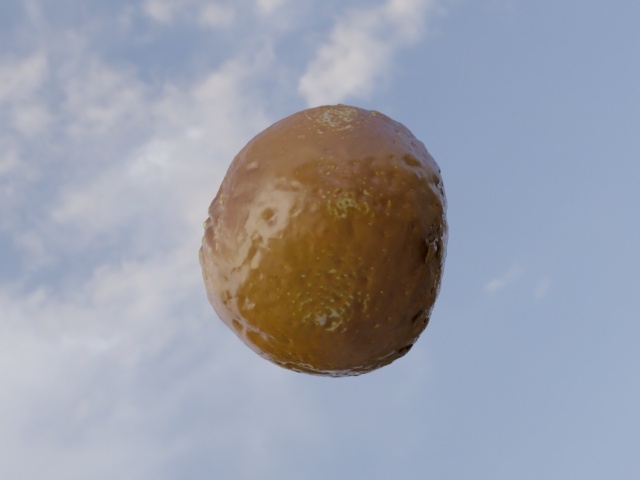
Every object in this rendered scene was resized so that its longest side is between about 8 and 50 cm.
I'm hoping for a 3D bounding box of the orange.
[{"bbox_3d":[0.000,0.000,1.493,0.293,0.341,0.341,9,-56,-9],"label":"orange"}]
